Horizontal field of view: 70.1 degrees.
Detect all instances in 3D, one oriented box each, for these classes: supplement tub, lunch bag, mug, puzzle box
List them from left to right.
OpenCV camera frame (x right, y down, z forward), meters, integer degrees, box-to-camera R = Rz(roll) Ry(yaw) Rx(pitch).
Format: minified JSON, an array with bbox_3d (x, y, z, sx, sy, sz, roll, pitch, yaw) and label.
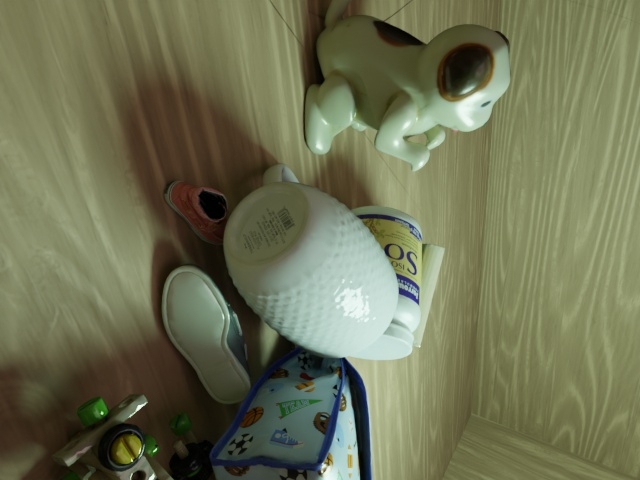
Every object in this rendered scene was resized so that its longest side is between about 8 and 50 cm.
[{"bbox_3d":[-0.035,0.010,0.905,0.328,0.276,0.374,50,21,-52],"label":"mug"},{"bbox_3d":[-0.018,0.426,0.923,0.385,0.239,0.327,-55,141,-68],"label":"lunch bag"},{"bbox_3d":[0.131,0.107,1.143,0.241,0.241,0.331,53,38,-51],"label":"supplement tub"},{"bbox_3d":[0.249,0.146,1.378,0.409,0.052,0.272,168,-63,-85],"label":"puzzle box"}]

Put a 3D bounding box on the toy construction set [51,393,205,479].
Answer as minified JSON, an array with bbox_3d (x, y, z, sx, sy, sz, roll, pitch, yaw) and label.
[{"bbox_3d":[-0.337,0.347,0.655,0.309,0.257,0.237,-30,110,-22],"label":"toy construction set"}]

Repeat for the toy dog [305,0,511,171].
[{"bbox_3d":[0.207,-0.361,1.012,0.284,0.408,0.395,-30,126,-50],"label":"toy dog"}]

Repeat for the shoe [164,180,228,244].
[{"bbox_3d":[-0.192,-0.040,0.812,0.063,0.081,0.178,-64,146,-20],"label":"shoe"}]

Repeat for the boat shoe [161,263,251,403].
[{"bbox_3d":[-0.211,0.170,0.874,0.099,0.116,0.319,-103,178,-62],"label":"boat shoe"}]

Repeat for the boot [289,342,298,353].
[{"bbox_3d":[0.003,0.403,1.227,0.377,0.138,0.284,25,80,-49],"label":"boot"}]

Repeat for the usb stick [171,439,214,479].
[{"bbox_3d":[-0.301,0.519,0.878,0.278,0.045,0.077,-47,130,-38],"label":"usb stick"}]
